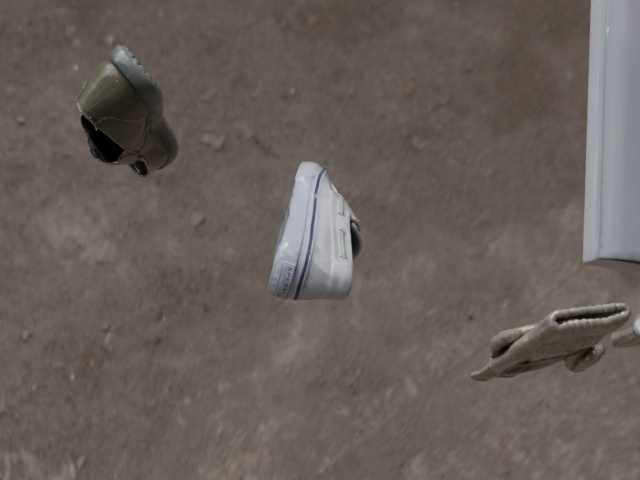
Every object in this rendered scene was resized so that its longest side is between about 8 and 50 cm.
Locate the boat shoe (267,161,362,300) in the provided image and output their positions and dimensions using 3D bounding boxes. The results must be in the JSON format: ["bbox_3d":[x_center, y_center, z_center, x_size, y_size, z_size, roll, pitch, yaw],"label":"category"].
[{"bbox_3d":[0.000,0.000,1.230,0.075,0.083,0.226,16,28,-3],"label":"boat shoe"}]

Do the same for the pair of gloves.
[{"bbox_3d":[0.272,0.088,1.212,0.240,0.204,0.042,-5,78,-19],"label":"pair of gloves"}]

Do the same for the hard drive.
[{"bbox_3d":[0.364,-0.140,1.276,0.233,0.047,0.353,7,80,-16],"label":"hard drive"}]

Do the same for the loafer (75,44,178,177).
[{"bbox_3d":[-0.215,-0.125,1.433,0.087,0.251,0.094,-37,76,-11],"label":"loafer"}]
